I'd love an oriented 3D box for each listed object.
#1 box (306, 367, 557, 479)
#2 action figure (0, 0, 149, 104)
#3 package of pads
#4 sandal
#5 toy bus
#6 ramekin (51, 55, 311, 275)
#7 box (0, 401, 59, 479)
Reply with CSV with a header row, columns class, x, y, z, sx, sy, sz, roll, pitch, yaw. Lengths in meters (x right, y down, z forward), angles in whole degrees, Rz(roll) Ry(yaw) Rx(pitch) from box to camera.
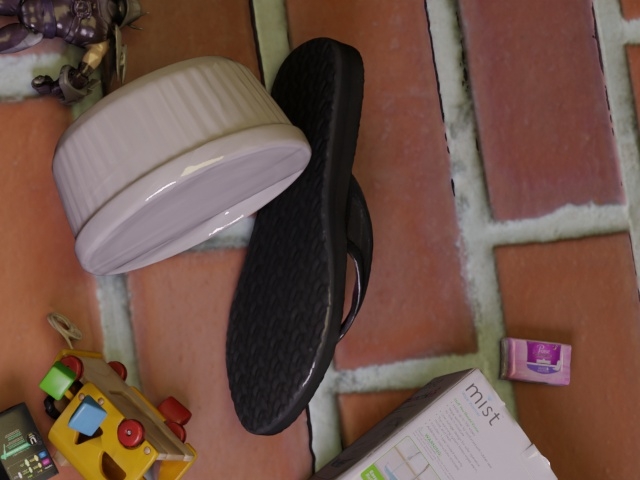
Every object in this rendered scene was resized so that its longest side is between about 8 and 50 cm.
class,x,y,z,sx,sy,sz,roll,pitch,yaw
box,0.144,0.311,2.039,0.231,0.127,0.262,-38,95,-23
action figure,-0.315,-0.237,1.979,0.285,0.099,0.185,-8,77,-26
package of pads,0.249,0.141,2.161,0.083,0.032,0.050,7,79,-20
sandal,0.002,-0.002,2.028,0.107,0.167,0.446,19,74,-35
toy bus,-0.230,0.194,1.923,0.191,0.202,0.104,35,101,-20
ramekin,-0.154,-0.082,1.927,0.273,0.273,0.127,-24,77,-23
box,-0.315,0.216,1.912,0.052,0.062,0.083,-27,91,-24
